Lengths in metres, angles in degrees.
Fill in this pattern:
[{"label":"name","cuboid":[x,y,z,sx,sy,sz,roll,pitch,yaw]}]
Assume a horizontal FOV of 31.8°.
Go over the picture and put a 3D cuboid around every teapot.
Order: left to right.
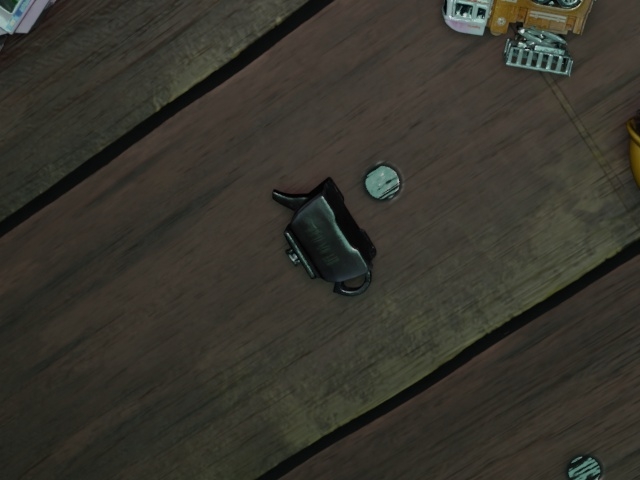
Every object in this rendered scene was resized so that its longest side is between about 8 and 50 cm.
[{"label":"teapot","cuboid":[0.000,0.000,1.453,0.096,0.087,0.177,-30,102,16]}]

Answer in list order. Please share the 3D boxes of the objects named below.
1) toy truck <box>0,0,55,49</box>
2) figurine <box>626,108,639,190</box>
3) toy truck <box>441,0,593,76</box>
[{"label":"toy truck","cuboid":[-0.404,-0.312,1.367,0.155,0.124,0.268,34,104,-12]},{"label":"figurine","cuboid":[0.473,-0.144,1.347,0.192,0.167,0.257,21,84,10]},{"label":"toy truck","cuboid":[0.231,-0.276,1.365,0.177,0.080,0.115,11,116,-1]}]
